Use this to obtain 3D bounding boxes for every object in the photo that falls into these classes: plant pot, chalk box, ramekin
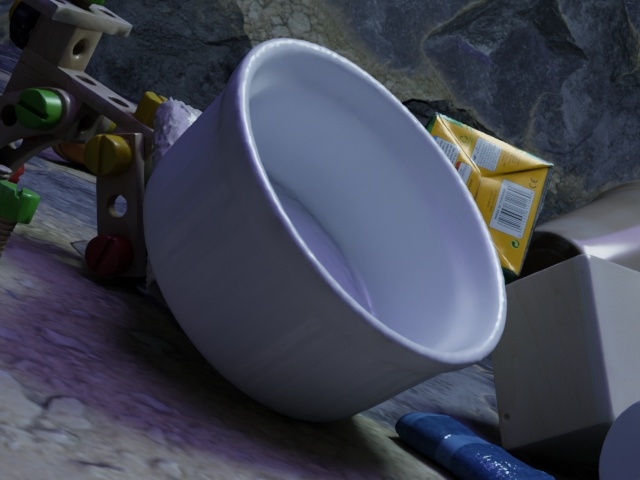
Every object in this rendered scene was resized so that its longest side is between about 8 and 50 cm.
[{"bbox_3d":[0.401,0.072,1.652,0.280,0.323,0.323,-3,22,-37],"label":"plant pot"},{"bbox_3d":[0.163,-0.012,1.612,0.179,0.180,0.289,24,-24,-5],"label":"chalk box"},{"bbox_3d":[0.000,0.000,0.883,0.277,0.135,0.277,34,35,-28],"label":"ramekin"}]

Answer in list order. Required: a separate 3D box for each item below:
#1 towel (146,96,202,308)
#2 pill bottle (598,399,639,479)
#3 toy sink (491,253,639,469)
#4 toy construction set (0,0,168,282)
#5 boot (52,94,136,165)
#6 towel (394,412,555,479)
[{"bbox_3d":[-0.035,0.008,1.016,0.282,0.049,0.187,28,44,-37],"label":"towel"},{"bbox_3d":[0.346,0.205,0.960,0.229,0.131,0.131,21,7,-26],"label":"pill bottle"},{"bbox_3d":[0.278,0.126,1.098,0.234,0.153,0.131,16,-30,-38],"label":"toy sink"},{"bbox_3d":[-0.180,-0.103,1.076,0.309,0.237,0.257,18,9,-44],"label":"toy construction set"},{"bbox_3d":[-0.203,-0.090,1.567,0.220,0.109,0.283,33,3,31],"label":"boot"},{"bbox_3d":[0.117,0.166,0.903,0.119,0.029,0.067,30,10,39],"label":"towel"}]
